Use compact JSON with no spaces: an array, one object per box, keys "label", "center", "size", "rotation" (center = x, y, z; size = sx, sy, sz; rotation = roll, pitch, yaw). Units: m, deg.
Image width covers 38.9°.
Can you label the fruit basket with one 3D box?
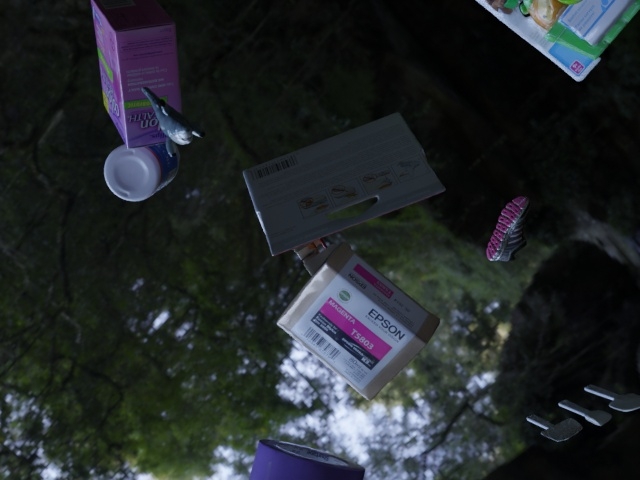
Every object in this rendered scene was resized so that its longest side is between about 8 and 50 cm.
[{"label":"fruit basket","center":[0.458,-0.524,1.726],"size":[0.353,0.327,0.165],"rotation":[38,-142,0]}]

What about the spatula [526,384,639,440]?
[{"label":"spatula","center":[0.431,0.284,1.515],"size":[0.019,0.168,0.242],"rotation":[63,176,0]}]

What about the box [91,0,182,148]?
[{"label":"box","center":[-0.360,-0.340,1.781],"size":[0.117,0.243,0.213],"rotation":[-14,-143,-19]}]

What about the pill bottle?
[{"label":"pill bottle","center":[-0.382,-0.168,1.992],"size":[0.124,0.124,0.221],"rotation":[41,-164,-6]}]

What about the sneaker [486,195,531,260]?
[{"label":"sneaker","center":[0.458,-0.022,2.139],"size":[0.074,0.170,0.063],"rotation":[18,-166,-24]}]

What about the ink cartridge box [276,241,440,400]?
[{"label":"ink cartridge box","center":[0.066,0.150,1.662],"size":[0.234,0.193,0.088],"rotation":[39,-144,2]}]

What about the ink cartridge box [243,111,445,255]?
[{"label":"ink cartridge box","center":[0.035,-0.076,1.396],"size":[0.239,0.275,0.060],"rotation":[-112,1,-50]}]

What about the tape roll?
[{"label":"tape roll","center":[-0.024,0.400,1.537],"size":[0.188,0.080,0.189],"rotation":[15,173,2]}]

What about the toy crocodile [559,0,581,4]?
[{"label":"toy crocodile","center":[0.341,-0.460,1.500],"size":[0.340,0.105,0.115],"rotation":[15,-173,31]}]

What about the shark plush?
[{"label":"shark plush","center":[-0.260,-0.223,1.588],"size":[0.161,0.073,0.067],"rotation":[62,176,32]}]

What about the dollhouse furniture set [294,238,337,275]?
[{"label":"dollhouse furniture set","center":[0.000,0.000,2.287],"size":[0.259,0.135,0.262],"rotation":[55,179,19]}]
